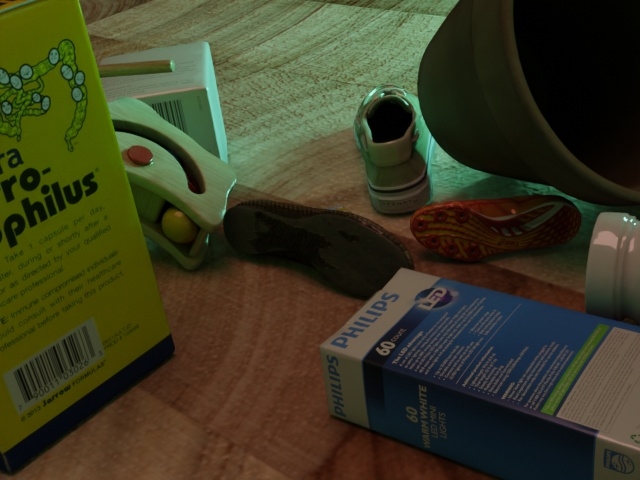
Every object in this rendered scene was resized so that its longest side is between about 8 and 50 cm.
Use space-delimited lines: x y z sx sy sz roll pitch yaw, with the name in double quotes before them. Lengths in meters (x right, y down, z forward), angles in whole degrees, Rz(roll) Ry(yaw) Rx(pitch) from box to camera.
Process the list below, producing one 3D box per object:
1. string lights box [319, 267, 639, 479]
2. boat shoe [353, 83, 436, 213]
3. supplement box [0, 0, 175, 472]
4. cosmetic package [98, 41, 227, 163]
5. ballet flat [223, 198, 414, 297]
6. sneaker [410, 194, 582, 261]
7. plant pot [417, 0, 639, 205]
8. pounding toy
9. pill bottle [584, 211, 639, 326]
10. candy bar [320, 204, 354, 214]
"string lights box" 0.143 0.108 0.696 0.259 0.077 0.133 14 37 34
"boat shoe" 0.096 -0.142 1.121 0.109 0.094 0.302 -7 30 3
"supplement box" -0.291 -0.022 0.760 0.194 0.357 0.195 17 39 37
"cosmetic package" -0.206 -0.151 1.163 0.151 0.151 0.184 -9 30 -1
"ballet flat" 0.000 0.000 0.932 0.249 0.084 0.058 12 21 40
"sneaker" 0.180 -0.016 0.931 0.175 0.064 0.067 -1 15 1
"plant pot" 0.250 -0.185 0.954 0.323 0.323 0.280 -24 6 -24
"pounding toy" -0.209 -0.100 0.955 0.269 0.155 0.154 36 41 5
"pill bottle" 0.349 0.035 0.695 0.264 0.146 0.146 7 33 25
"candy bar" 0.044 -0.004 0.975 0.040 0.018 0.161 -17 30 -21
